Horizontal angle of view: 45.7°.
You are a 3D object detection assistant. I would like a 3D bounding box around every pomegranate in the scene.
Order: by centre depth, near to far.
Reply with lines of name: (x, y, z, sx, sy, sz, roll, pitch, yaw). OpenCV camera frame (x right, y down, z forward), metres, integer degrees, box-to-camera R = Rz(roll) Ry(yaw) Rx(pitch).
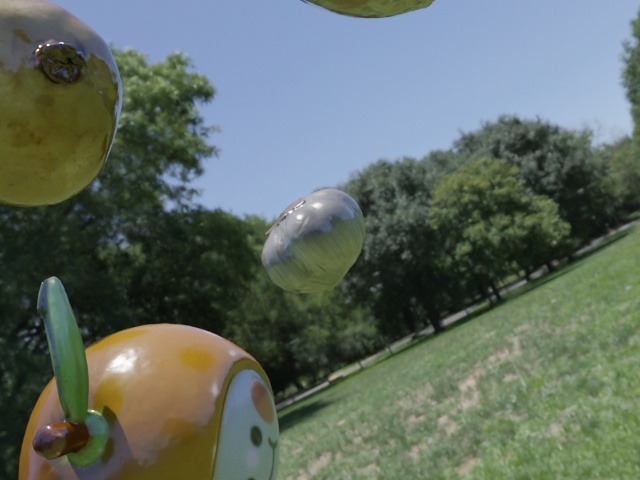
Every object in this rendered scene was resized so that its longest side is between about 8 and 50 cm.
pomegranate: (-0.412, -0.188, 1.051, 0.307, 0.307, 0.307, -26, -7, -4)

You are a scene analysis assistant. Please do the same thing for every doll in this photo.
doll: (-0.146, 0.159, 0.579, 0.214, 0.213, 0.236, -28, -32, 11)

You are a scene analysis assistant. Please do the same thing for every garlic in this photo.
garlic: (0.000, 0.000, 1.463, 0.229, 0.178, 0.143, -50, 7, -19)

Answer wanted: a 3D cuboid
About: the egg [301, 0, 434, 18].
egg: (0.036, -0.309, 0.723, 0.233, 0.194, 0.195, 13, -23, -20)
